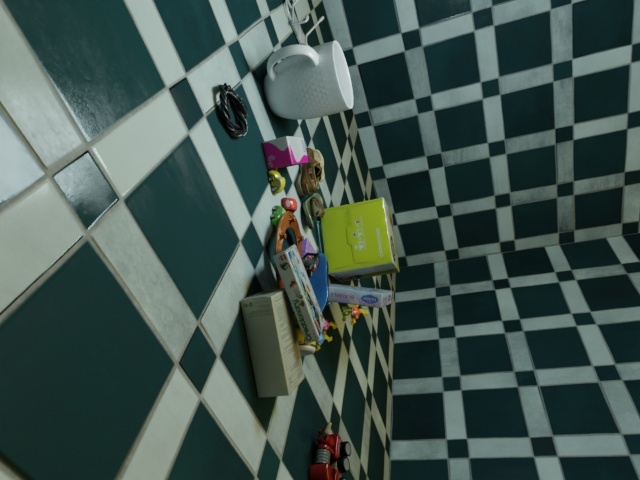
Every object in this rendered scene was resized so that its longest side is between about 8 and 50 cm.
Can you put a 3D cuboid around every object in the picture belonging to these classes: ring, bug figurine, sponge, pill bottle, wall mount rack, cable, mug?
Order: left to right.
[{"bbox_3d":[-0.298,-0.434,1.522,0.185,0.047,0.151,62,30,-52],"label":"cable"},{"bbox_3d":[-0.111,0.056,1.768,0.336,0.032,0.337,1,90,-77],"label":"ring"},{"bbox_3d":[-0.077,0.310,1.687,0.117,0.117,0.215,51,33,-58],"label":"pill bottle"},{"bbox_3d":[-0.073,-0.661,1.871,0.374,0.327,0.277,37,46,-65],"label":"mug"},{"bbox_3d":[-0.074,-1.197,2.496,0.350,0.130,0.305,55,30,-56],"label":"wall mount rack"},{"bbox_3d":[-0.039,0.097,2.071,0.210,0.031,0.117,61,26,-48],"label":"sponge"},{"bbox_3d":[0.070,0.357,1.992,0.072,0.279,0.216,52,2,-6],"label":"bug figurine"}]

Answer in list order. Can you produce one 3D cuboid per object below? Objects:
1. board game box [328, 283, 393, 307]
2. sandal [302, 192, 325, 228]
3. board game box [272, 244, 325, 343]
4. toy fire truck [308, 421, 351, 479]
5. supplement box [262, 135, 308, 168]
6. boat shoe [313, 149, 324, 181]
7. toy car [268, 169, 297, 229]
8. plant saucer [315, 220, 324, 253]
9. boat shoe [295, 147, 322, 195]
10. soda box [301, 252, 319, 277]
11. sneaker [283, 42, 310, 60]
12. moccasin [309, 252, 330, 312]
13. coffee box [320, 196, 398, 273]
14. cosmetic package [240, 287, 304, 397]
[{"bbox_3d":[0.162,0.254,2.143,0.318,0.317,0.066,12,84,-71],"label":"board game box"},{"bbox_3d":[-0.020,-0.158,2.174,0.303,0.086,0.120,-68,144,-60],"label":"sandal"},{"bbox_3d":[-0.067,0.172,1.544,0.193,0.053,0.306,-44,113,-82],"label":"board game box"},{"bbox_3d":[0.023,0.810,1.720,0.246,0.158,0.217,56,28,-29],"label":"toy fire truck"},{"bbox_3d":[-0.138,-0.359,1.863,0.220,0.113,0.111,-37,117,-72],"label":"supplement box"},{"bbox_3d":[-0.013,-0.385,2.362,0.059,0.062,0.170,-58,137,-73],"label":"boat shoe"},{"bbox_3d":[-0.149,-0.138,1.806,0.239,0.053,0.225,63,24,-44],"label":"toy car"},{"bbox_3d":[0.000,0.000,2.273,0.067,0.018,0.192,3,77,-72],"label":"plant saucer"},{"bbox_3d":[-0.041,-0.330,2.170,0.111,0.104,0.308,61,26,-47],"label":"boat shoe"},{"bbox_3d":[-0.049,0.097,1.835,0.169,0.060,0.054,-49,141,-70],"label":"soda box"},{"bbox_3d":[-0.097,-0.792,2.246,0.236,0.130,0.323,-56,140,-52],"label":"sneaker"},{"bbox_3d":[-0.010,0.213,1.903,0.117,0.137,0.342,82,18,-50],"label":"moccasin"},{"bbox_3d":[0.211,0.008,2.377,0.334,0.337,0.338,39,43,-70],"label":"coffee box"},{"bbox_3d":[-0.149,0.320,1.459,0.160,0.113,0.310,-11,92,-73],"label":"cosmetic package"}]
